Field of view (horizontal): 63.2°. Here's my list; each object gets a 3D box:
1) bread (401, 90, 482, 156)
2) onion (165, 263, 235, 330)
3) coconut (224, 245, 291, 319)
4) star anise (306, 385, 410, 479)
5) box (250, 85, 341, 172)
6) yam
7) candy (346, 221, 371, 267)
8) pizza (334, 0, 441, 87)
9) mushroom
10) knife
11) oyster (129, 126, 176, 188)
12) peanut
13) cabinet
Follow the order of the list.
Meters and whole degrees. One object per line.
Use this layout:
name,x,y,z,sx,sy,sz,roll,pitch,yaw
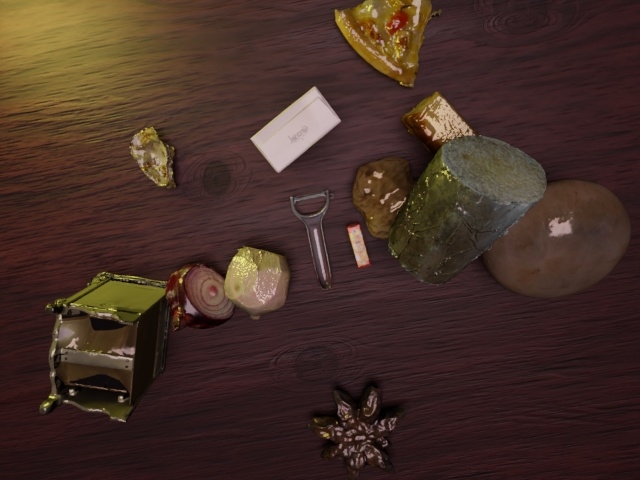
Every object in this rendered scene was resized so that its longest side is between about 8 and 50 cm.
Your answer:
bread,0.340,-0.246,1.349,0.114,0.185,0.275,-43,98,4
onion,-0.351,0.179,1.420,0.139,0.218,0.195,-21,115,33
coconut,-0.169,0.121,1.426,0.194,0.194,0.194,0,100,1
star anise,0.126,0.572,1.536,0.315,0.108,0.315,0,94,6
box,-0.057,-0.278,1.309,0.194,0.260,0.111,-38,102,8
yam,0.324,-0.066,1.229,0.241,0.241,0.348,28,133,-4
candy,0.107,0.011,1.458,0.038,0.062,0.122,-16,99,4
pizza,0.199,-0.586,1.343,0.280,0.075,0.288,32,99,-6
mushroom,0.595,-0.022,1.351,0.362,0.295,0.362,-3,137,-3
knife,0.000,0.000,1.463,0.123,0.053,0.278,-11,101,-2
oyster,-0.447,-0.222,1.428,0.105,0.056,0.177,-34,97,13
peanut,0.188,-0.117,1.410,0.196,0.110,0.233,-33,98,11
cabinet,-0.560,0.273,1.385,0.227,0.318,0.290,9,101,-1
